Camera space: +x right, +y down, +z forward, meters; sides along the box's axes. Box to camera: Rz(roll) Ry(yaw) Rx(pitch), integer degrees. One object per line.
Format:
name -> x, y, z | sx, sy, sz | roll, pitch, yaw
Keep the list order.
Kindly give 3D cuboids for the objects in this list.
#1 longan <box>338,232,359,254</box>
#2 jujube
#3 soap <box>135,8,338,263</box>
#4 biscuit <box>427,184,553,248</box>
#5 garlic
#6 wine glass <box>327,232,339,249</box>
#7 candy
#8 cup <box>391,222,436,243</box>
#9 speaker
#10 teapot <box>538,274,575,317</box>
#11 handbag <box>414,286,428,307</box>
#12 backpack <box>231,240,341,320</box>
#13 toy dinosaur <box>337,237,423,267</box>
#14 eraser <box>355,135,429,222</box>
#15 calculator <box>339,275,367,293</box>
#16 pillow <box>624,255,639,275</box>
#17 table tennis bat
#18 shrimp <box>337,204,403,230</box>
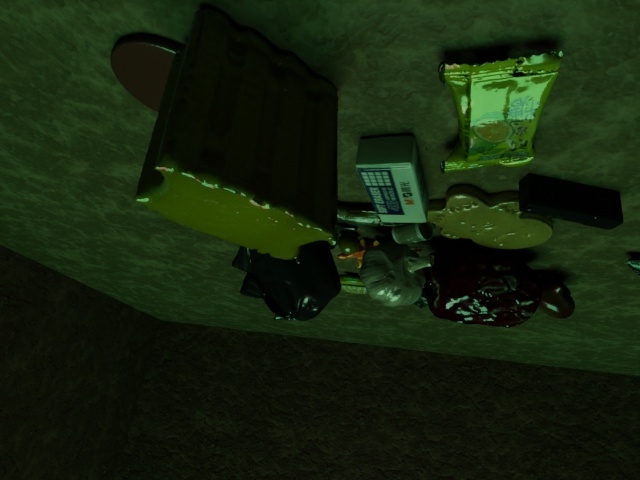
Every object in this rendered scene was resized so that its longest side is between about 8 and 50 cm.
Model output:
longan -> 0.090, 0.007, 1.445 | 0.075, 0.083, 0.075 | -4, 116, -8
jujube -> 0.492, 0.146, 1.382 | 0.377, 0.258, 0.258 | 15, 158, -3
soap -> -0.114, -0.164, 0.735 | 0.294, 0.334, 0.156 | 18, 149, -30
biscuit -> 0.448, -0.046, 1.191 | 0.355, 0.052, 0.275 | 20, 156, -23
garlic -> 0.240, 0.084, 1.312 | 0.219, 0.218, 0.212 | 20, 153, -24
wine glass -> 0.000, 0.000, 1.419 | 0.072, 0.072, 0.155 | 17, 168, -18
candy -> 0.307, -0.210, 0.804 | 0.187, 0.081, 0.297 | 0, 156, 18
cup -> 0.267, -0.037, 1.281 | 0.099, 0.102, 0.074 | -14, 110, 47
speaker -> 0.560, -0.086, 1.005 | 0.218, 0.082, 0.044 | 10, 158, -4
teapot -> 0.784, 0.181, 1.530 | 0.178, 0.135, 0.252 | 38, -173, 20
handbag -> 0.381, 0.211, 1.837 | 0.139, 0.072, 0.115 | 24, 159, -1
backpack -> -0.134, 0.078, 1.390 | 0.255, 0.363, 0.446 | -22, 178, -19
toy dinosaur -> 0.188, 0.035, 1.473 | 0.289, 0.070, 0.117 | -5, 154, 21
eraser -> 0.177, -0.132, 1.046 | 0.124, 0.081, 0.279 | 1, 156, 21
calculator -> 0.143, 0.187, 1.901 | 0.146, 0.032, 0.235 | 4, 159, 12
pillow -> 0.944, 0.064, 1.258 | 0.136, 0.055, 0.091 | -15, 129, 42
table tennis bat -> -0.265, -0.288, 0.898 | 0.200, 0.038, 0.310 | -13, 149, 43
shrimp -> 0.107, -0.057, 1.304 | 0.296, 0.058, 0.169 | 7, 166, 14
